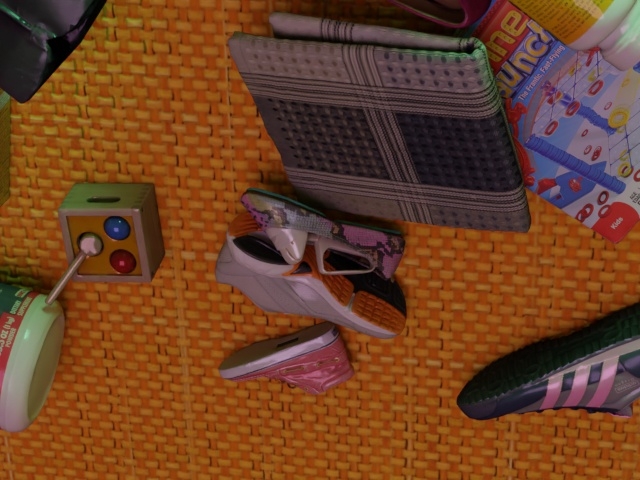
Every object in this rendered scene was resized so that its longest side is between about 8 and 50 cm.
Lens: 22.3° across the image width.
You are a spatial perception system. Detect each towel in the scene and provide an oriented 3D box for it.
[{"bbox_3d":[0.074,-0.135,1.894,0.324,0.056,0.312,8,145,26],"label":"towel"}]

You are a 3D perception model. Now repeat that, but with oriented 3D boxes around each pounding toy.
[{"bbox_3d":[-0.287,0.005,2.104,0.141,0.100,0.130,0,120,12],"label":"pounding toy"}]

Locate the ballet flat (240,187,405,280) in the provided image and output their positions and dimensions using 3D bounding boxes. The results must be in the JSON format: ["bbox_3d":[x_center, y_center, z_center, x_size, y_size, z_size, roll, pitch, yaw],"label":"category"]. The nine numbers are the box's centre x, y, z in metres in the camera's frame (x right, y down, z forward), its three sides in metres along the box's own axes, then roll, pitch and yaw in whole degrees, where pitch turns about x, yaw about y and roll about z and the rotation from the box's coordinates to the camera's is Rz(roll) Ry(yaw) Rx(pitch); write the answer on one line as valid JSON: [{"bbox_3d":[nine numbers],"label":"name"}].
[{"bbox_3d":[0.000,0.000,2.027,0.222,0.079,0.077,17,168,-16],"label":"ballet flat"}]

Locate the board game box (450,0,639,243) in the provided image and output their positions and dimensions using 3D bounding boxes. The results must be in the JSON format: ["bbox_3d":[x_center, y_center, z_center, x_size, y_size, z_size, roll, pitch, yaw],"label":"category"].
[{"bbox_3d":[0.310,-0.195,1.867,0.302,0.086,0.308,31,122,-8],"label":"board game box"}]

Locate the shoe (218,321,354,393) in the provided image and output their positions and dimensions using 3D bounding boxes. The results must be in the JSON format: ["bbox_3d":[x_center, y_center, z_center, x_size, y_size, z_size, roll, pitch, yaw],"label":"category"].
[{"bbox_3d":[-0.045,0.174,2.175,0.178,0.063,0.081,-19,110,17],"label":"shoe"}]

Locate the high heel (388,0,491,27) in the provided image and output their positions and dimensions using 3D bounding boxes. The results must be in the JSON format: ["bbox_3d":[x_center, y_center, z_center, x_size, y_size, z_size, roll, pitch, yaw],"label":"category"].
[{"bbox_3d":[0.018,-0.349,1.781,0.377,0.181,0.127,19,122,0],"label":"high heel"}]

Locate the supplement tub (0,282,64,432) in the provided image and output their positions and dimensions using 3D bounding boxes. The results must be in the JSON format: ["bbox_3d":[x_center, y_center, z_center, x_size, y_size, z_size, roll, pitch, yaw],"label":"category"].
[{"bbox_3d":[-0.496,0.136,2.172,0.272,0.191,0.191,15,122,3],"label":"supplement tub"}]

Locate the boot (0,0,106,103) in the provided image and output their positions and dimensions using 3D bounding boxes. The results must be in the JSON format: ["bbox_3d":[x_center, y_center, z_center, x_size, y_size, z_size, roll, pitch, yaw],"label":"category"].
[{"bbox_3d":[-0.410,-0.416,1.810,0.445,0.146,0.367,40,126,1],"label":"boot"}]

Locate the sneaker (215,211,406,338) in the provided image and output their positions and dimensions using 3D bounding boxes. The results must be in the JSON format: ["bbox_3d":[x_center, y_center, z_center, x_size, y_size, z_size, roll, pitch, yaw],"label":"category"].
[{"bbox_3d":[-0.015,0.060,2.097,0.262,0.099,0.121,29,140,-7],"label":"sneaker"}]

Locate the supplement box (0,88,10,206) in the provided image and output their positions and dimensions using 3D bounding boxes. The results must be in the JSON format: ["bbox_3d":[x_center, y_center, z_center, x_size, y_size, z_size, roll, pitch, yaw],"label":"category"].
[{"bbox_3d":[-0.443,-0.141,2.064,0.078,0.080,0.233,12,124,7],"label":"supplement box"}]

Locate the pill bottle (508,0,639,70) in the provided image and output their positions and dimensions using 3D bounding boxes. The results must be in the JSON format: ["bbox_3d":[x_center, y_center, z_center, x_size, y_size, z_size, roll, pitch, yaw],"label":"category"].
[{"bbox_3d":[0.264,-0.274,1.709,0.208,0.117,0.117,36,121,-10],"label":"pill bottle"}]

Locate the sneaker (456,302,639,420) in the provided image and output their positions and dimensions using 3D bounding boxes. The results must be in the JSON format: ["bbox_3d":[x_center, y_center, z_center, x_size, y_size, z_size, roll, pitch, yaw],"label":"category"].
[{"bbox_3d":[0.334,0.189,2.077,0.319,0.112,0.131,-22,111,24],"label":"sneaker"}]
